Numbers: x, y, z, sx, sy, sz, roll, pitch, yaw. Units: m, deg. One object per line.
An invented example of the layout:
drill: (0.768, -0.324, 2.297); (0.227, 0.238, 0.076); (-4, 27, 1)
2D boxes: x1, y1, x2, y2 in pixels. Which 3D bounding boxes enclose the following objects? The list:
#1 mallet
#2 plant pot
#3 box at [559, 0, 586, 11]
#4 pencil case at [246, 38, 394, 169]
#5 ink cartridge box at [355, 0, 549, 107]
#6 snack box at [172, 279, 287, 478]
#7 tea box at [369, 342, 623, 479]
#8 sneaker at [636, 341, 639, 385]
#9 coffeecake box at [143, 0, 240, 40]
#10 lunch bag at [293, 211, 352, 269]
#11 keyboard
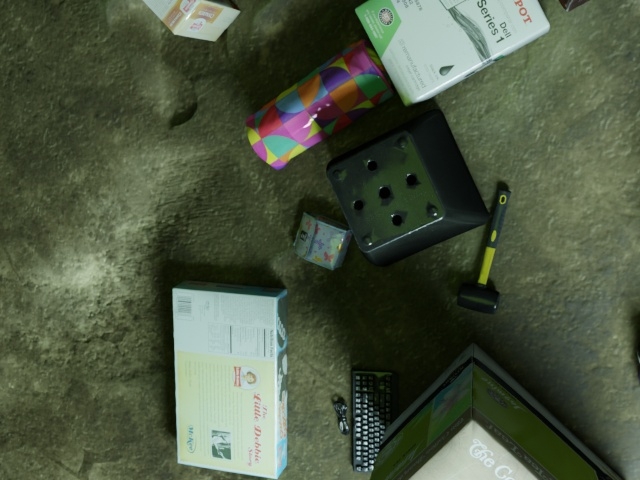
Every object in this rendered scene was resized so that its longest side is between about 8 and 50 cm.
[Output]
mallet: (0.263, 0.020, 1.060); (0.062, 0.039, 0.190); (21, 102, 12)
plant pot: (0.109, -0.070, 1.005); (0.188, 0.167, 0.187); (-25, 86, 20)
box: (0.447, -0.434, 0.837); (0.381, 0.191, 0.143); (-28, 92, 20)
pencil case: (-0.003, -0.200, 1.061); (0.236, 0.104, 0.104); (-30, 91, 21)
ink cartridge box: (0.185, -0.308, 0.985); (0.219, 0.092, 0.160); (-28, 93, 19)
snack box: (-0.152, 0.235, 1.204); (0.187, 0.060, 0.322); (4, 102, 16)
tea box: (0.256, 0.363, 0.968); (0.329, 0.323, 0.220); (43, 103, 5)
sneaker: (0.591, 0.186, 0.978); (0.283, 0.107, 0.124); (-6, 117, 18)
coffeecake box: (-0.228, -0.392, 1.061); (0.185, 0.142, 0.068); (47, 109, 3)
lunch bag: (0.000, 0.000, 1.120); (0.083, 0.053, 0.071); (24, 105, 20)
keyboard: (0.074, 0.301, 1.173); (0.108, 0.023, 0.180); (2, 100, 16)
